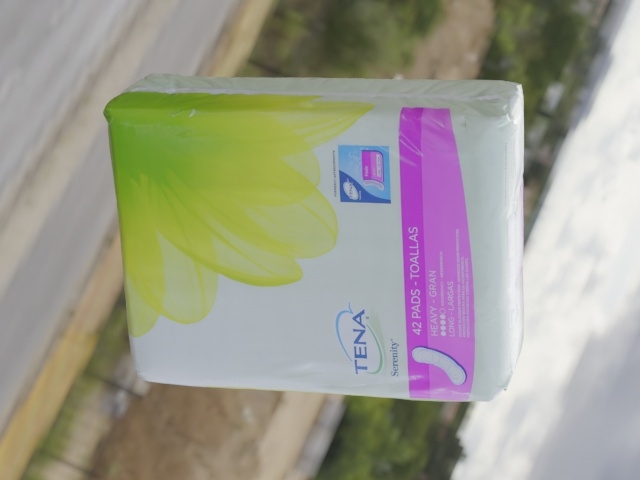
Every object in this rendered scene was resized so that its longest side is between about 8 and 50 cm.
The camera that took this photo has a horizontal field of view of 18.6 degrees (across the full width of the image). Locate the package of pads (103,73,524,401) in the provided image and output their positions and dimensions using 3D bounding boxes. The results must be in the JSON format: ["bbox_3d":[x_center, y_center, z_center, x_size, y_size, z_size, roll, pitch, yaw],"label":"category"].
[{"bbox_3d":[0.000,0.000,1.429,0.101,0.297,0.229,-58,148,-63],"label":"package of pads"}]
